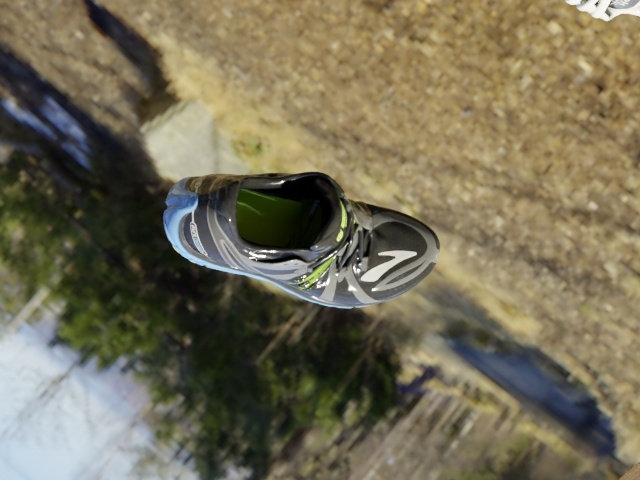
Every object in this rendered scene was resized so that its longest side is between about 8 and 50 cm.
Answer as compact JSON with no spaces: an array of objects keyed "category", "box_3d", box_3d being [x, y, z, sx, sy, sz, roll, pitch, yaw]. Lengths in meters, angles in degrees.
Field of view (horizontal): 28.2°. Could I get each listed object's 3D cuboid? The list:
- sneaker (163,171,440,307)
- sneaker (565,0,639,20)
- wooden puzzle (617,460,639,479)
[{"category":"sneaker","box_3d":[0.000,0.000,0.758,0.188,0.067,0.078,13,167,-35]},{"category":"sneaker","box_3d":[0.181,-0.213,0.927,0.090,0.235,0.095,-47,51,45]},{"category":"wooden puzzle","box_3d":[0.151,0.052,0.391,0.044,0.238,0.221,53,177,21]}]
